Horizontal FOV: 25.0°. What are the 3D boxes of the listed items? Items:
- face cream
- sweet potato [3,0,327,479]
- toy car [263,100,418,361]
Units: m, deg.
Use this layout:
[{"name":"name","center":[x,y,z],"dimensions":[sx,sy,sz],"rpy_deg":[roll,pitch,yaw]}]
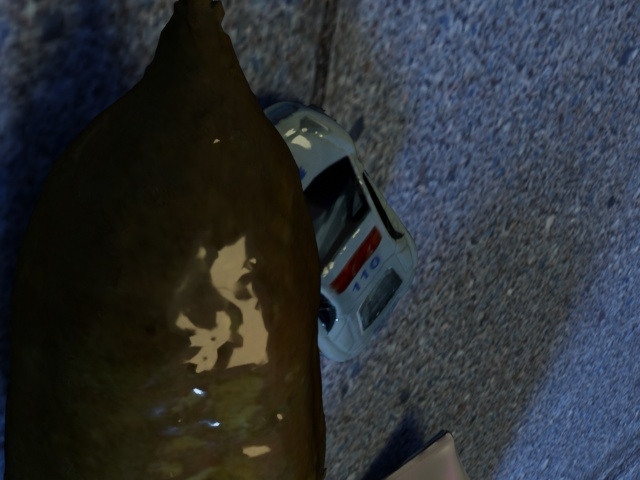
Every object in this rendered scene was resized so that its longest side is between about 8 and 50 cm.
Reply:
[{"name":"face cream","center":[0.098,0.220,1.147],"dimensions":[0.092,0.058,0.243],"rpy_deg":[-39,145,-1]},{"name":"sweet potato","center":[-0.071,0.066,0.659],"dimensions":[0.158,0.158,0.369],"rpy_deg":[-35,143,-37]},{"name":"toy car","center":[0.000,0.000,0.797],"dimensions":[0.095,0.056,0.205],"rpy_deg":[-52,150,-11]}]
